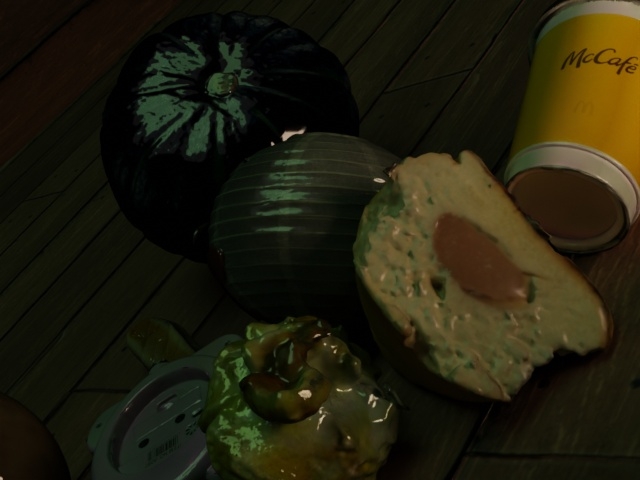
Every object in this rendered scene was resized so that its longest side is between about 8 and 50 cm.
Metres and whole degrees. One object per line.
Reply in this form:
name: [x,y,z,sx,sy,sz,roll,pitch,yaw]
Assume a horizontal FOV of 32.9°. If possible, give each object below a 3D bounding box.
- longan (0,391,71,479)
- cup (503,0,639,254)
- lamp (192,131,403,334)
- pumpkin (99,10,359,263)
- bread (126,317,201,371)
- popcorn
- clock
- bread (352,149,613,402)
longan: [-0.401,0.293,1.134,0.297,0.297,0.297,-29,25,15]
cup: [0.291,-0.131,1.147,0.196,0.196,0.280,-11,41,43]
lamp: [0.000,0.000,1.209,0.233,0.265,0.233,-170,90,-71]
pumpkin: [-0.128,-0.143,1.507,0.363,0.266,0.363,-2,66,4]
bread: [-0.193,0.150,1.408,0.073,0.053,0.214,-45,28,-11]
popcorn: [-0.018,0.155,0.991,0.197,0.212,0.198,-3,56,5]
clock: [-0.152,0.225,1.176,0.227,0.090,0.248,-33,26,6]
bread: [0.129,0.024,1.027,0.183,0.211,0.224,-32,18,-10]
